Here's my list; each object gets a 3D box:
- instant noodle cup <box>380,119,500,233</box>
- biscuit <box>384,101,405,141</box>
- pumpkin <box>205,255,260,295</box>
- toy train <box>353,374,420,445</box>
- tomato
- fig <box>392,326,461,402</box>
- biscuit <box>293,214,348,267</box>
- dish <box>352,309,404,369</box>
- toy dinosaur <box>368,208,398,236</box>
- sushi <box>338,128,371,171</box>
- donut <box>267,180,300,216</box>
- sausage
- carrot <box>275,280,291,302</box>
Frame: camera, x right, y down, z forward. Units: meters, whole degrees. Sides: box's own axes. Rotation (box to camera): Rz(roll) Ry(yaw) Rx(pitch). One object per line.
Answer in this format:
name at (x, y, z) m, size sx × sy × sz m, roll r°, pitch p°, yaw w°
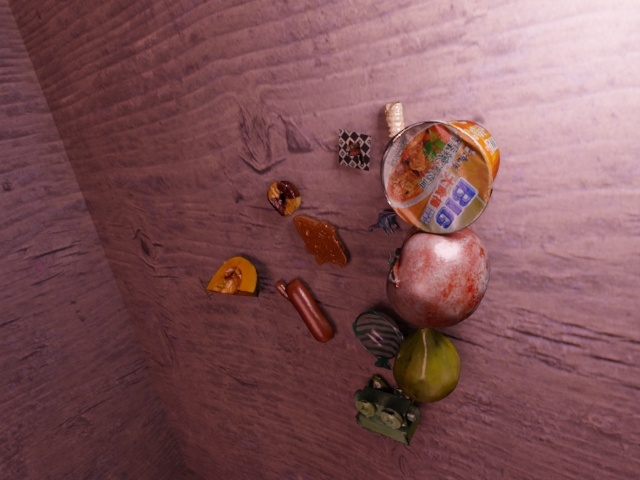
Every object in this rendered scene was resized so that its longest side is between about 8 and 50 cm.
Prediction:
instant noodle cup at (0.335, -0.187, 1.094) m, size 0.296 × 0.214 × 0.296 m, roll 17°, pitch 121°, yaw 31°
biscuit at (0.229, -0.300, 1.229) m, size 0.061 × 0.055 × 0.219 m, roll 11°, pitch 118°, yaw 46°
pumpkin at (-0.369, 0.170, 1.903) m, size 0.312 × 0.148 × 0.169 m, roll -1°, pitch 73°, yaw 30°
toy train at (0.262, 0.669, 1.624) m, size 0.272 × 0.159 × 0.188 m, roll 5°, pitch 124°, yaw 36°
tomato at (0.325, 0.094, 1.182) m, size 0.283 × 0.316 × 0.316 m, roll 25°, pitch 126°, yaw 6°
fig at (0.332, 0.401, 1.339) m, size 0.233 × 0.233 × 0.314 m, roll 14°, pitch 160°, yaw 32°
biscuit at (0.000, 0.000, 1.564) m, size 0.280 × 0.043 × 0.183 m, roll 43°, pitch 128°, yaw 19°
dish at (0.230, 0.351, 1.531) m, size 0.224 × 0.078 × 0.246 m, roll 1°, pitch 111°, yaw 41°
toy dinosaur at (0.222, -0.061, 1.359) m, size 0.080 × 0.045 × 0.197 m, roll 57°, pitch 142°, yaw 5°
sushi at (0.116, -0.297, 1.338) m, size 0.126 × 0.026 × 0.120 m, roll 22°, pitch 126°, yaw 33°
donut at (-0.137, -0.165, 1.576) m, size 0.140 × 0.059 × 0.140 m, roll 17°, pitch 121°, yaw 31°
sausage at (-0.046, 0.295, 1.717) m, size 0.300 × 0.083 × 0.089 m, roll 55°, pitch 137°, yaw 4°
carrot at (-0.116, 0.256, 1.784) m, size 0.216 × 0.048 × 0.048 m, roll 44°, pitch 131°, yaw 6°
